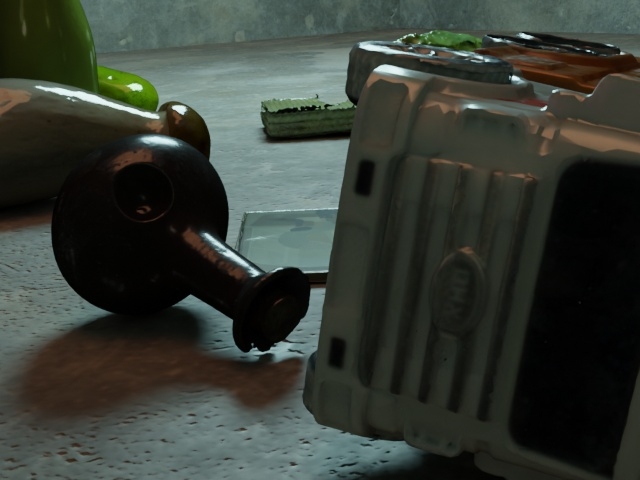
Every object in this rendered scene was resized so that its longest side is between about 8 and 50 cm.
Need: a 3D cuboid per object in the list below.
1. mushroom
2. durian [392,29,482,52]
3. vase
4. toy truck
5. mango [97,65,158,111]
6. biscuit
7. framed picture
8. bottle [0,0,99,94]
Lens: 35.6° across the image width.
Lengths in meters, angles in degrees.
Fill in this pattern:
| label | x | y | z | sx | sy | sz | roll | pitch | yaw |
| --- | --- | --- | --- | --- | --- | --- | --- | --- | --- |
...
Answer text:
| label | x | y | z | sx | sy | sz | roll | pitch | yaw |
| --- | --- | --- | --- | --- | --- | --- | --- | --- | --- |
| mushroom | -0.281 | -0.092 | 0.983 | 0.350 | 0.128 | 0.128 | -3 | 14 | -20 |
| durian | 0.138 | -0.192 | 1.251 | 0.250 | 0.139 | 0.101 | -23 | 11 | -39 |
| vase | -0.084 | 0.008 | 0.617 | 0.183 | 0.120 | 0.120 | 30 | 32 | 35 |
| toy truck | 0.153 | -0.010 | 0.513 | 0.207 | 0.173 | 0.387 | 15 | 18 | 23 |
| mango | -0.322 | -0.220 | 1.543 | 0.163 | 0.089 | 0.117 | 16 | 13 | 19 |
| biscuit | 0.039 | -0.179 | 1.397 | 0.250 | 0.046 | 0.147 | -5 | 14 | -8 |
| framed picture | 0.000 | 0.000 | 0.801 | 0.136 | 0.010 | 0.201 | -1 | 14 | 0 |
| bottle | -0.299 | -0.194 | 1.081 | 0.112 | 0.260 | 0.112 | -2 | 15 | 0 |
